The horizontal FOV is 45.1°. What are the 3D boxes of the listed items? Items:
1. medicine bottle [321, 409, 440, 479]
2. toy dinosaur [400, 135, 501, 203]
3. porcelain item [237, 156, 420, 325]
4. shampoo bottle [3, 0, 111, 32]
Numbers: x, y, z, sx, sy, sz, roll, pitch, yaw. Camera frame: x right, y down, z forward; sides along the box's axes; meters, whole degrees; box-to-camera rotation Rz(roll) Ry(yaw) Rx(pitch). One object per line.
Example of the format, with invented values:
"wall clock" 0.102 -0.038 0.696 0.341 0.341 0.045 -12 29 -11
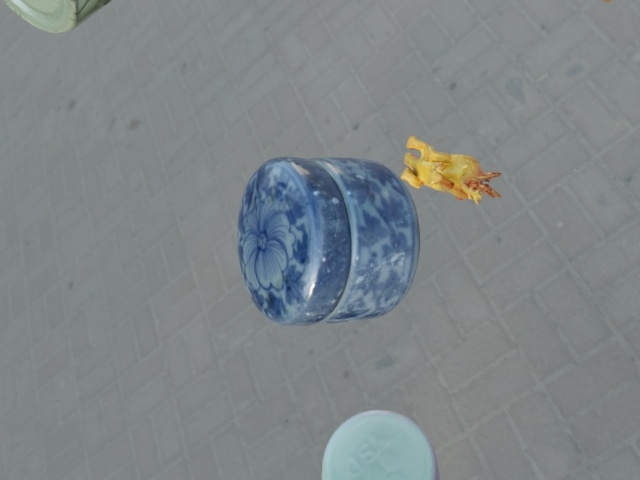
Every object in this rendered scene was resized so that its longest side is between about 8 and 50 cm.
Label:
"medicine bottle" 0.071 0.277 0.884 0.135 0.168 0.135 -4 58 7
"toy dinosaur" 0.193 -0.088 1.077 0.288 0.117 0.070 -140 66 -67
"porcelain item" 0.000 0.000 0.671 0.147 0.114 0.147 3 93 58
"shampoo bottle" -0.059 -0.172 0.349 0.065 0.065 0.204 11 50 41
